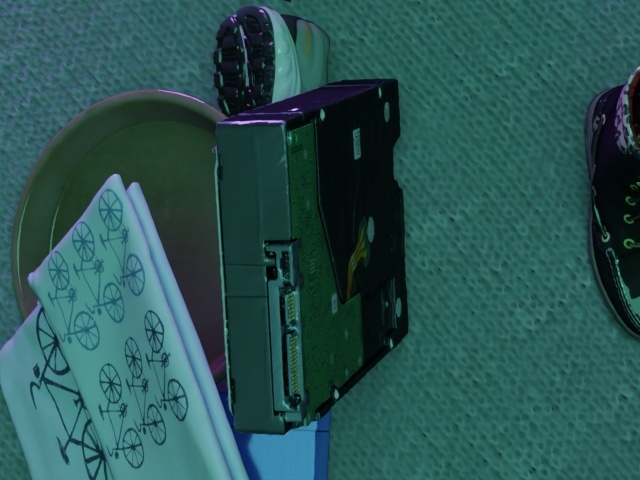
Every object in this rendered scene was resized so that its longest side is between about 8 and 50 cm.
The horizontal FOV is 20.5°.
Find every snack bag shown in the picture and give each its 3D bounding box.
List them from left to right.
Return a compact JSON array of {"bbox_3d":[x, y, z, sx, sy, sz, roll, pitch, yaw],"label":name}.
[{"bbox_3d":[-0.172,0.162,1.428,0.037,0.342,0.323,-10,69,-35],"label":"snack bag"}]

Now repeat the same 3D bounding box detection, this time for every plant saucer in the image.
[{"bbox_3d":[-0.148,0.008,1.539,0.278,0.041,0.277,-2,86,27],"label":"plant saucer"}]

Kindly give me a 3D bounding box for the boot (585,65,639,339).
[{"bbox_3d":[0.284,-0.033,1.532,0.085,0.178,0.236,-7,83,-2],"label":"boot"}]

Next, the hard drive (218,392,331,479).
[{"bbox_3d":[-0.103,0.293,1.562,0.210,0.040,0.318,3,84,-1],"label":"hard drive"}]

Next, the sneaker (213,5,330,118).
[{"bbox_3d":[-0.033,-0.069,1.573,0.108,0.100,0.271,-2,99,-44],"label":"sneaker"}]

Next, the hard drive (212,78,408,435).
[{"bbox_3d":[0.000,0.000,1.424,0.064,0.339,0.236,0,101,16],"label":"hard drive"}]
